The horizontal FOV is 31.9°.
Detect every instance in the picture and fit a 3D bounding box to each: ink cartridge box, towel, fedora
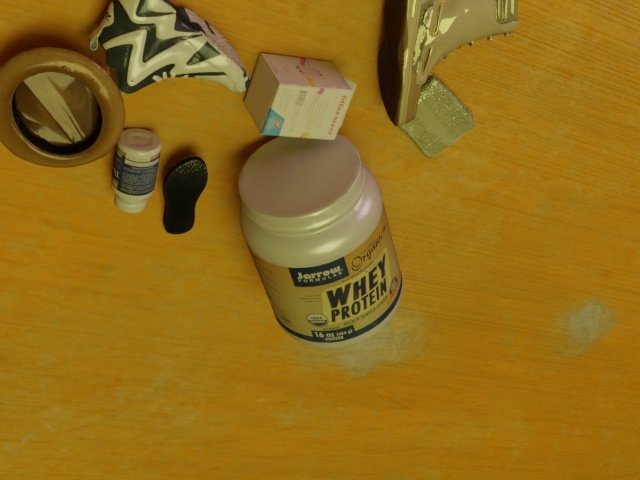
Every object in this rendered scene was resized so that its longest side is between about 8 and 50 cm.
[{"bbox_3d":[-0.027,-0.216,1.691,0.143,0.090,0.092,2,129,-29],"label":"ink cartridge box"},{"bbox_3d":[0.188,-0.202,1.858,0.110,0.027,0.148,-40,135,11],"label":"towel"},{"bbox_3d":[-0.363,-0.192,1.544,0.194,0.079,0.194,-6,128,-7],"label":"fedora"}]

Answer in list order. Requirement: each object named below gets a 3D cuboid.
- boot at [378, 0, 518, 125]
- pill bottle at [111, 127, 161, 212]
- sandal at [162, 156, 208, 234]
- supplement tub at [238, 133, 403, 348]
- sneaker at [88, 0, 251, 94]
[{"bbox_3d":[0.197,-0.303,1.725,0.204,0.095,0.261,-12,130,-18],"label":"boot"},{"bbox_3d":[-0.279,-0.103,1.684,0.067,0.067,0.120,-3,131,-24],"label":"pill bottle"},{"bbox_3d":[-0.220,-0.076,1.766,0.067,0.040,0.179,-2,145,-18],"label":"sandal"},{"bbox_3d":[0.000,0.000,1.804,0.228,0.228,0.316,-24,136,-5],"label":"supplement tub"},{"bbox_3d":[-0.220,-0.248,1.563,0.153,0.094,0.235,-42,135,16],"label":"sneaker"}]
